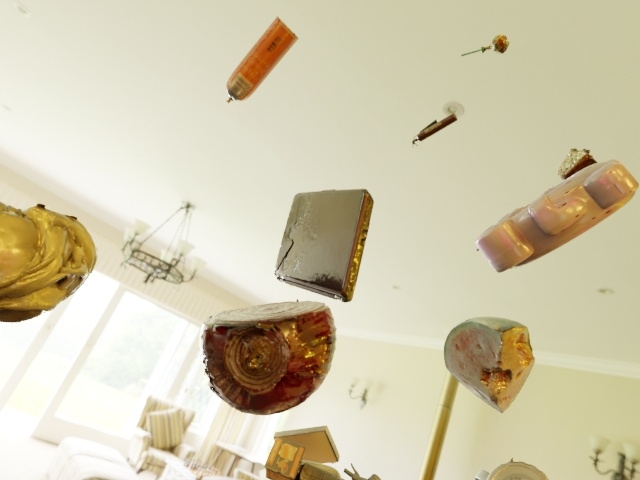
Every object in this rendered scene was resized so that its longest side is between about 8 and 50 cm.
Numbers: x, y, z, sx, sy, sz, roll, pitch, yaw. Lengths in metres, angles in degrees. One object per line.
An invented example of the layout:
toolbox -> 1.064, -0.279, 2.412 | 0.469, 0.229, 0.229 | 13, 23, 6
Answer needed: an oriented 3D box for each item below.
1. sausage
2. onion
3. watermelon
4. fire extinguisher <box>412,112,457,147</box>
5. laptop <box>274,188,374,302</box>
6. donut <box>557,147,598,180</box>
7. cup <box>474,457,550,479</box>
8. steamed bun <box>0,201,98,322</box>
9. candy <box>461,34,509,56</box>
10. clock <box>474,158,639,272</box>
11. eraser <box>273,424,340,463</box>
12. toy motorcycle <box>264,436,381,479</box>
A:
sausage -> -0.154, -0.424, 1.074 | 0.071, 0.234, 0.071 | 41, 17, -15
onion -> -0.120, 0.288, 1.073 | 0.336, 0.260, 0.282 | -6, -3, -6
watermelon -> 0.478, 0.310, 1.248 | 0.188, 0.175, 0.322 | 35, -43, 45
fire extinguisher -> 0.377, -0.379, 1.499 | 0.173, 0.049, 0.035 | -28, -15, 26
laptop -> 0.000, 0.000, 0.656 | 0.026, 0.154, 0.207 | 16, -5, -31
donut -> 0.951, -0.260, 1.627 | 0.144, 0.187, 0.126 | 40, -66, -4
cup -> 0.448, 0.621, 1.013 | 0.221, 0.167, 0.202 | -7, -55, 37
steamed bun -> -0.594, 0.059, 0.866 | 0.267, 0.207, 0.280 | 16, -25, -21
candy -> 0.515, -0.606, 1.403 | 0.184, 0.049, 0.056 | 17, -49, 60
clock -> 0.531, -0.060, 1.001 | 0.322, 0.295, 0.113 | -40, -101, 32
eraser -> -0.036, 0.530, 1.135 | 0.150, 0.023, 0.104 | -15, -73, 19
toy motorcycle -> 0.029, 0.465, 0.813 | 0.262, 0.091, 0.157 | 14, -49, 12
